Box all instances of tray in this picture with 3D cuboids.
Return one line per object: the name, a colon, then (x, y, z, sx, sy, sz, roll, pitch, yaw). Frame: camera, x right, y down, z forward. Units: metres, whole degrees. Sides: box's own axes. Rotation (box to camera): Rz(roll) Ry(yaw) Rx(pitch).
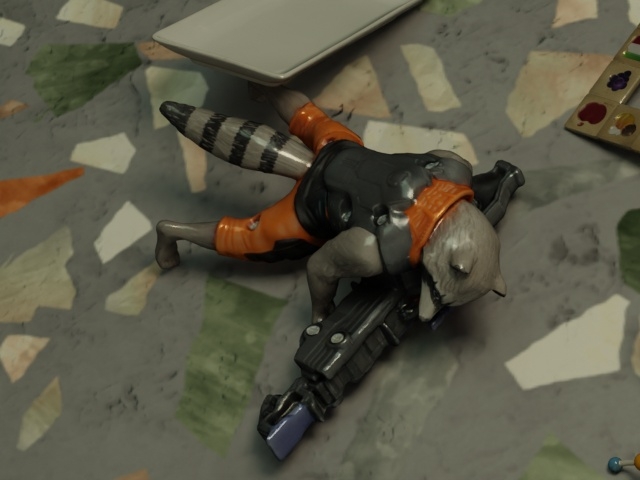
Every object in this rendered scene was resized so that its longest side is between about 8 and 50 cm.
tray: (-0.021, -0.200, 1.745, 0.145, 0.030, 0.270, 19, 32, 27)

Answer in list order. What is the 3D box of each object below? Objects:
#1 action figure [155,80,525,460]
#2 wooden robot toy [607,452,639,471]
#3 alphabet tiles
action figure: (0.000, 0.000, 1.588, 0.330, 0.178, 0.341, 17, 58, 33)
wooden robot toy: (0.290, 0.173, 1.462, 0.173, 0.079, 0.076, -15, 55, 3)
alphabet tiles: (0.356, -0.144, 1.645, 0.237, 0.009, 0.198, 25, 72, 44)
